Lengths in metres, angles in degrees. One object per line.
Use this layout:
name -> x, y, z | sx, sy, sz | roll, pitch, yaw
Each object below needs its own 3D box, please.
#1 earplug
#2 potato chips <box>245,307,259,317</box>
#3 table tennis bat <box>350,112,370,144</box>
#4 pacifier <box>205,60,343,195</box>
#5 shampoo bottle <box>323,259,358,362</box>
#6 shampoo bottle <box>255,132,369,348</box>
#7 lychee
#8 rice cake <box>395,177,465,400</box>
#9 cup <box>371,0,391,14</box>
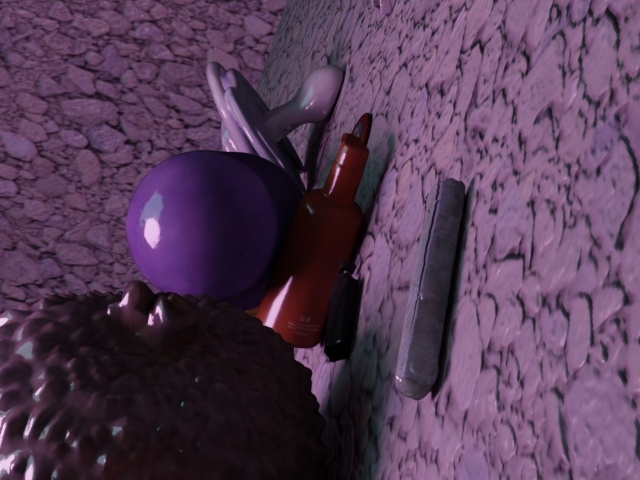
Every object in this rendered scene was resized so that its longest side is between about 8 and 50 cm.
earplug -> -0.125, -0.012, 1.923 | 0.456, 0.215, 0.215 | 3, -75, -88
potato chips -> -0.152, 0.192, 2.465 | 0.080, 0.057, 0.407 | -99, 25, -42
table tennis bat -> 0.032, -0.091, 2.006 | 0.098, 0.019, 0.155 | -87, 20, -59
pacifier -> -0.054, -0.194, 2.356 | 0.207, 0.227, 0.279 | -30, 18, 8
shampoo bottle -> 0.023, 0.071, 1.685 | 0.137, 0.027, 0.048 | -82, 15, -49
shampoo bottle -> 0.000, 0.001, 1.797 | 0.085, 0.085, 0.244 | -99, 28, -72
lychee -> -0.186, 0.225, 1.533 | 0.380, 0.380, 0.432 | -87, 10, -60
rice cake -> 0.091, 0.036, 1.303 | 0.033, 0.033, 0.208 | 117, 168, -55
cup -> 0.076, -0.347, 2.105 | 0.116, 0.074, 0.104 | 157, 102, -84
